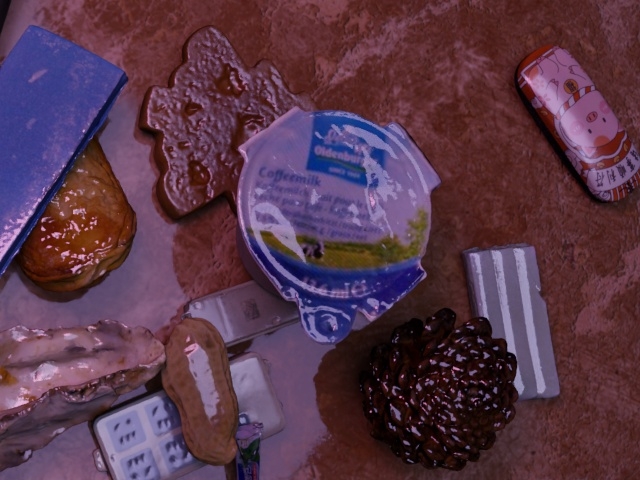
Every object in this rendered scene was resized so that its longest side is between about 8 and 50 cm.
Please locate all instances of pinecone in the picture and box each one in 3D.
[{"bbox_3d":[0.149,0.205,1.445,0.221,0.221,0.222,2,82,-17],"label":"pinecone"}]

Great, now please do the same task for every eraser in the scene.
[{"bbox_3d":[-0.375,-0.114,1.302,0.144,0.043,0.312,28,71,3],"label":"eraser"}]

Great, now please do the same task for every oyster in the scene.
[{"bbox_3d":[-0.366,0.194,1.325,0.341,0.110,0.166,-33,56,-19],"label":"oyster"}]

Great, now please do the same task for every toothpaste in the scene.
[{"bbox_3d":[-0.097,0.328,1.422,0.045,0.028,0.170,-4,101,-22],"label":"toothpaste"}]

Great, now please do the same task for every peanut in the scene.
[{"bbox_3d":[-0.155,0.195,1.363,0.093,0.083,0.194,-9,87,-13],"label":"peanut"}]

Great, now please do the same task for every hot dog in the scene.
[{"bbox_3d":[-0.341,-0.048,1.369,0.175,0.114,0.259,-26,77,-17],"label":"hot dog"}]

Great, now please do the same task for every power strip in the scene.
[{"bbox_3d":[-0.173,0.244,1.420,0.270,0.046,0.118,-21,90,-19],"label":"power strip"},{"bbox_3d":[-0.064,0.085,1.471,0.272,0.052,0.078,-18,89,-19],"label":"power strip"}]

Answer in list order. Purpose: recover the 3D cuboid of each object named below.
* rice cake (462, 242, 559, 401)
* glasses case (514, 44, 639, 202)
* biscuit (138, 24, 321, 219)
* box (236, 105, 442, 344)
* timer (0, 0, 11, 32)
[{"bbox_3d":[0.285,0.122,1.577,0.127,0.043,0.237,-5,85,-17],"label":"rice cake"},{"bbox_3d":[0.400,-0.179,1.638,0.103,0.067,0.267,-38,94,-16],"label":"glasses case"},{"bbox_3d":[-0.106,-0.143,1.490,0.301,0.043,0.278,17,79,-17],"label":"biscuit"},{"bbox_3d":[0.000,0.000,1.370,0.262,0.206,0.291,5,78,-14],"label":"box"},{"bbox_3d":[-0.482,-0.354,1.322,0.192,0.195,0.194,17,79,-15],"label":"timer"}]
